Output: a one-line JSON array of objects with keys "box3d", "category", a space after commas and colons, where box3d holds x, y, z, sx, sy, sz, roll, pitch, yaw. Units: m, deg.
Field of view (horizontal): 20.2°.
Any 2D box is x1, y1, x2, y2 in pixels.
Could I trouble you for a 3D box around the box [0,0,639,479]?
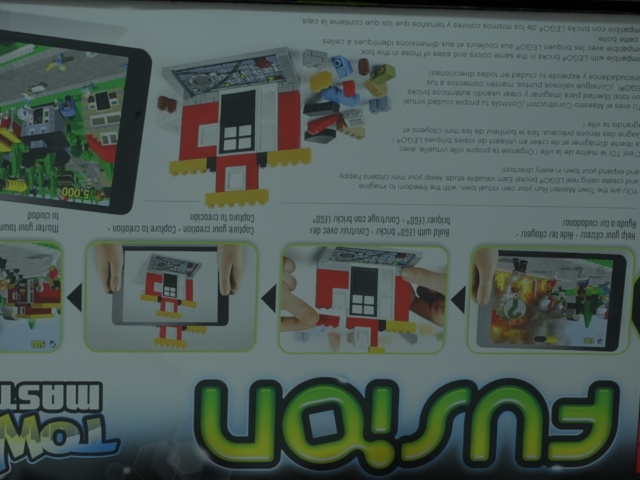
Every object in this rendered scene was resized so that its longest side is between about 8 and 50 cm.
[{"box3d": [0.000, 0.000, 0.410, 0.207, 0.036, 0.114, 1, 101, -8], "category": "box"}]
